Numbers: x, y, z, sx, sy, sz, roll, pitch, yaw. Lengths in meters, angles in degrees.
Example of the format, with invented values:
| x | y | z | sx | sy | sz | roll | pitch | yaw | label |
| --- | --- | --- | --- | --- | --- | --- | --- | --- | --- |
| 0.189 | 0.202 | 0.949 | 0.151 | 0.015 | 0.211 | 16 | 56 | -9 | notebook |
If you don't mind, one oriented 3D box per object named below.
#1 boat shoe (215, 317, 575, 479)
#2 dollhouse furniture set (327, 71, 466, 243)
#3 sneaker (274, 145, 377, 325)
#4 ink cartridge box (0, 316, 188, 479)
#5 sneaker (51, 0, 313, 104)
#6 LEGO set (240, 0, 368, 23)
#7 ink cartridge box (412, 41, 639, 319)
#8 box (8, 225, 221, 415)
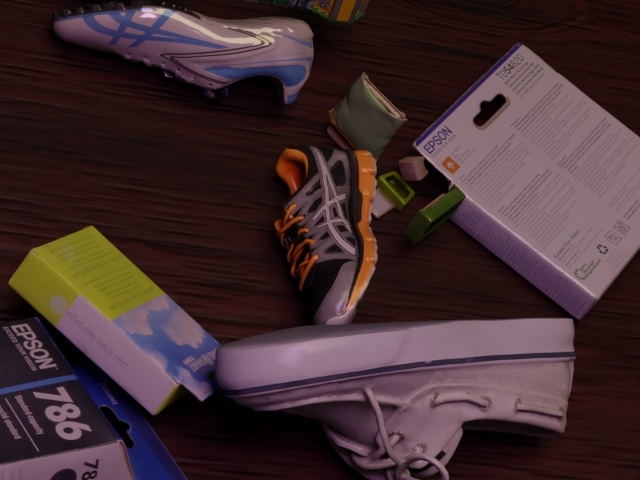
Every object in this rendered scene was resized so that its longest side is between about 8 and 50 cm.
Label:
| x | y | z | sx | sy | sz | roll | pitch | yaw | label |
| --- | --- | --- | --- | --- | --- | --- | --- | --- | --- |
| 0.069 | 0.143 | 1.557 | 0.367 | 0.136 | 0.156 | 0 | 87 | -46 | boat shoe |
| 0.055 | -0.069 | 1.747 | 0.152 | 0.076 | 0.058 | 47 | 49 | 10 | dollhouse furniture set |
| 0.000 | 0.000 | 1.670 | 0.083 | 0.084 | 0.215 | 15 | 41 | -14 | sneaker |
| -0.268 | 0.135 | 1.405 | 0.332 | 0.065 | 0.165 | -7 | 36 | -32 | ink cartridge box |
| -0.123 | -0.170 | 1.735 | 0.237 | 0.085 | 0.086 | 7 | 96 | -11 | sneaker |
| -0.080 | -0.347 | 1.773 | 0.331 | 0.192 | 0.255 | 9 | 35 | -17 | LEGO set |
| 0.216 | -0.061 | 1.843 | 0.224 | 0.045 | 0.223 | 41 | 48 | 7 | ink cartridge box |
| -0.150 | 0.068 | 1.537 | 0.178 | 0.042 | 0.109 | 42 | 20 | 7 | box |
